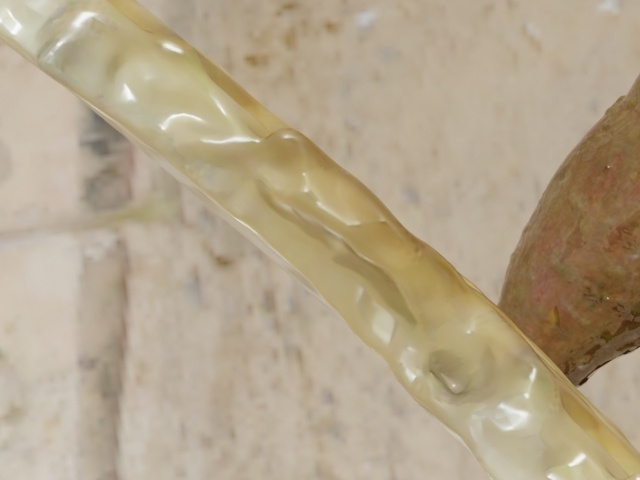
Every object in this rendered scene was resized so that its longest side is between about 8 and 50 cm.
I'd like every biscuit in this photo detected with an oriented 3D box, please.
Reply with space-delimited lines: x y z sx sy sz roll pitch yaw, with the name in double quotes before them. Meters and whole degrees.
"biscuit" 0.000 0.000 0.573 0.309 0.040 0.204 41 -179 12

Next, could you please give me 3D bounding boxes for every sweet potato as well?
"sweet potato" 0.194 -0.018 1.098 0.337 0.131 0.131 -56 30 14
